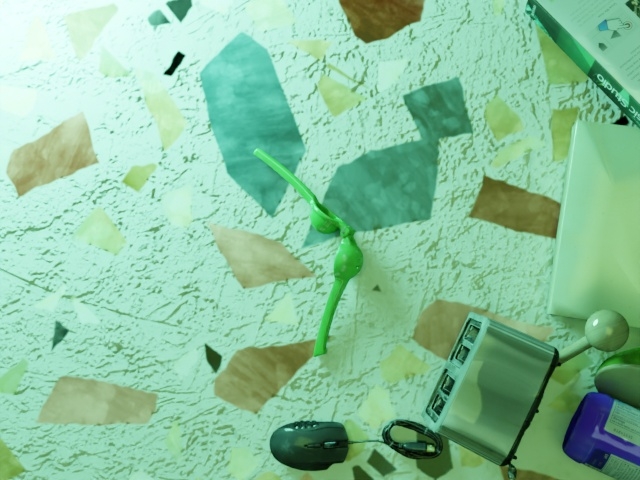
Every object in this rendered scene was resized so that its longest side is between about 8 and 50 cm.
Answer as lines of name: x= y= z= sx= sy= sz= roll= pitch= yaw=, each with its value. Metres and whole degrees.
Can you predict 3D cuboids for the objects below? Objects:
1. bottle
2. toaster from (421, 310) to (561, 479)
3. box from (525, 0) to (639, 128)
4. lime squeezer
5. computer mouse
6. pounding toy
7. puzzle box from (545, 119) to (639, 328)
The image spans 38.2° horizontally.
bottle: x=0.457 y=0.290 z=1.180 sx=0.283 sy=0.118 sz=0.092 roll=23 pitch=72 yaw=16
toaster: x=0.219 y=0.191 z=1.195 sx=0.110 sy=0.186 sz=0.168 roll=25 pitch=90 yaw=-2
box: x=0.469 y=-0.278 z=1.236 sx=0.232 sy=0.058 sz=0.322 roll=-38 pitch=75 yaw=-4
lime squeezer: x=0.000 y=0.000 z=1.310 sx=0.110 sy=0.059 sz=0.310 roll=-21 pitch=85 yaw=35
computer mouse: x=0.048 y=0.284 z=1.281 sx=0.242 sy=0.041 sz=0.071 roll=-4 pitch=85 yaw=6
pounding toy: x=0.437 y=0.155 z=1.193 sx=0.237 sy=0.183 sz=0.110 roll=30 pitch=66 yaw=3
puzzle box: x=0.527 y=0.000 z=1.239 sx=0.409 sy=0.052 sz=0.272 roll=9 pitch=86 yaw=7
